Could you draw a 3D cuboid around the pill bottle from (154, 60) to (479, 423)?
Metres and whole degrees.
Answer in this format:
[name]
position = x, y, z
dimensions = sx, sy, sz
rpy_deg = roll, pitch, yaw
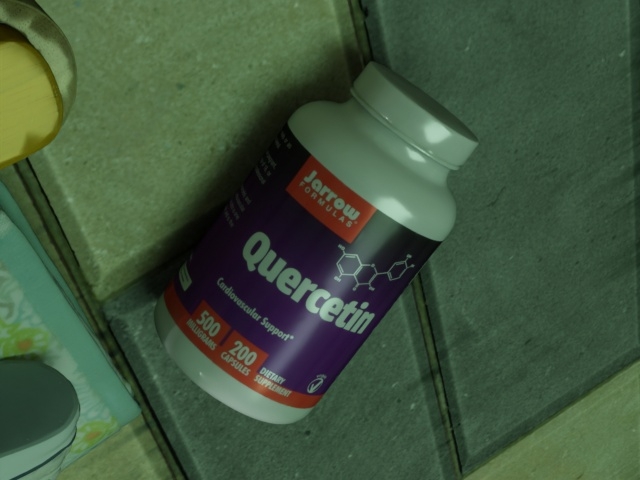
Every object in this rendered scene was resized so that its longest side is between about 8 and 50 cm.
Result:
[pill bottle]
position = 0.000, 0.000, 1.289
dimensions = 0.181, 0.181, 0.323
rpy_deg = 21, 110, -48

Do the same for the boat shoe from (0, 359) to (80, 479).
[boat shoe]
position = -0.368, 0.218, 1.110
dimensions = 0.367, 0.136, 0.156
rpy_deg = -21, 141, -36

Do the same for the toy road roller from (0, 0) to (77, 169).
[toy road roller]
position = -0.341, -0.132, 0.860
dimensions = 0.329, 0.202, 0.241
rpy_deg = -24, 124, -16

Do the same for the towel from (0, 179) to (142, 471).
[towel]
position = -0.351, 0.129, 1.197
dimensions = 0.320, 0.090, 0.374
rpy_deg = -32, 140, -8
